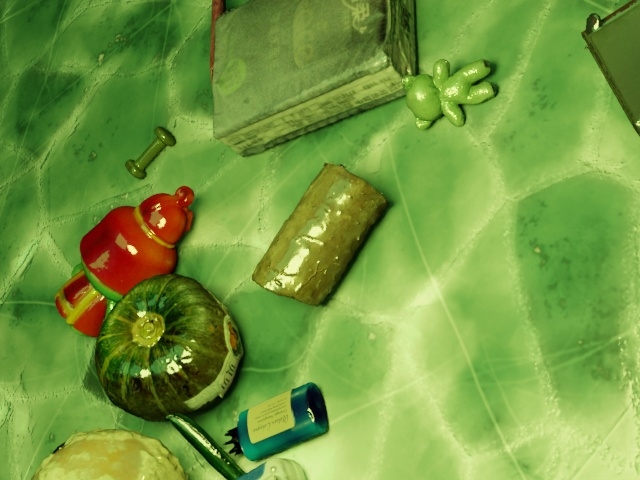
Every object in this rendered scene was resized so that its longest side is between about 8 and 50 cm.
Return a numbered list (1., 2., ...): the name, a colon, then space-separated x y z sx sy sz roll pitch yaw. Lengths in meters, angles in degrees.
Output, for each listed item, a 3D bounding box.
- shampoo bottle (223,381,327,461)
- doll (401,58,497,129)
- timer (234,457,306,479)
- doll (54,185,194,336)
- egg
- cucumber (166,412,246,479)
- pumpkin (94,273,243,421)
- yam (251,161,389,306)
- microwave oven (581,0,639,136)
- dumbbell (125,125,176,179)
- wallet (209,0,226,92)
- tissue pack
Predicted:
1. shampoo bottle: -0.076 0.299 1.551 0.183 0.050 0.087 -27 59 25
2. doll: 0.215 -0.245 1.579 0.150 0.077 0.115 -13 100 21
3. timer: -0.080 0.473 1.450 0.178 0.078 0.253 -34 57 19
4. doll: -0.367 0.027 1.823 0.363 0.160 0.182 -44 49 12
5. egg: -0.356 0.443 1.563 0.310 0.279 0.279 -39 51 20
6. cucumber: -0.179 0.344 1.566 0.184 0.033 0.036 44 143 8
7. pumpkin: -0.264 0.194 1.665 0.260 0.189 0.260 -8 54 11
8. yam: -0.001 -0.001 1.584 0.238 0.128 0.129 -57 14 -5
9. microwave oven: 0.493 -0.211 1.273 0.188 0.178 0.247 -33 54 24
10. dumbbell: -0.353 -0.182 1.985 0.118 0.046 0.052 -47 55 11
11. wallet: -0.207 -0.410 1.941 0.025 0.119 0.232 0 65 -3
12. tissue pack: -0.017 -0.347 1.755 0.394 0.124 0.288 -17 61 31
